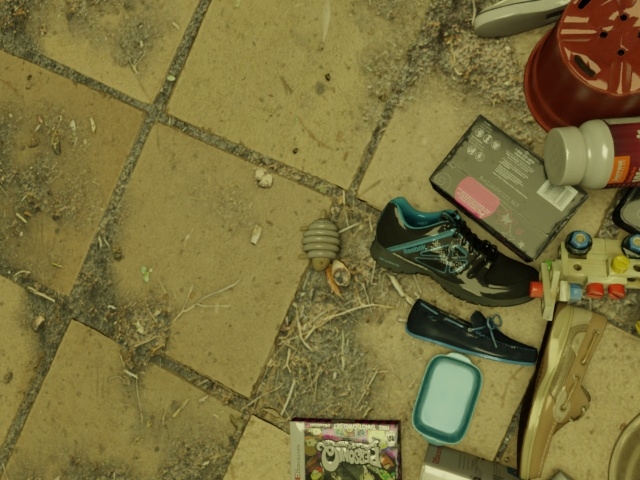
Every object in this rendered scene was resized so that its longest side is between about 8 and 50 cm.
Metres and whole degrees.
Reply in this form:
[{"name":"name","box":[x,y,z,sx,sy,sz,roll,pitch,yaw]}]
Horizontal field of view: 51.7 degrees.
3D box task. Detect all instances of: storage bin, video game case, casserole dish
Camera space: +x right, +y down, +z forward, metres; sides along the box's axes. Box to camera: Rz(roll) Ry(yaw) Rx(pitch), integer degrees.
[{"name":"storage bin","box":[0.654,-0.045,1.223,0.180,0.084,0.122,33,95,14]},{"name":"video game case","box":[0.052,0.476,1.361,0.231,0.042,0.211,-1,88,13]},{"name":"casserole dish","box":[0.254,0.315,1.324,0.114,0.037,0.189,18,92,13]}]

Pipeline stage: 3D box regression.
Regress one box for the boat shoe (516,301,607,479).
[{"name":"boat shoe","box":[0.449,0.290,1.235,0.110,0.121,0.342,16,89,12]}]

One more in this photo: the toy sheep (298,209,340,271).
[{"name":"toy sheep","box":[0.000,0.000,1.376,0.091,0.091,0.132,-2,81,13]}]

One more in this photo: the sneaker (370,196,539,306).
[{"name":"sneaker","box":[0.264,0.023,1.270,0.340,0.125,0.140,17,120,13]}]

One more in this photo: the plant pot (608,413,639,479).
[{"name":"plant pot","box":[0.677,0.447,1.079,0.333,0.305,0.334,-1,87,13]}]

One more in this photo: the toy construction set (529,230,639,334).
[{"name":"toy construction set","box":[0.528,0.089,1.192,0.327,0.151,0.215,10,64,-3]}]

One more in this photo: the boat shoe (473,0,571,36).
[{"name":"boat shoe","box":[0.425,-0.478,1.294,0.267,0.096,0.088,-16,80,11]}]

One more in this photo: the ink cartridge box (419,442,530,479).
[{"name":"ink cartridge box","box":[0.289,0.469,1.250,0.203,0.148,0.086,14,92,15]}]

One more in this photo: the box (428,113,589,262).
[{"name":"box","box":[0.355,-0.096,1.267,0.247,0.142,0.163,40,95,11]}]

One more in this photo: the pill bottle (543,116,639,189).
[{"name":"pill bottle","box":[0.510,-0.150,1.134,0.221,0.121,0.121,-4,86,-2]}]

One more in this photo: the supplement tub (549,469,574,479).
[{"name":"supplement tub","box":[0.446,0.499,1.252,0.071,0.071,0.107,41,97,12]}]

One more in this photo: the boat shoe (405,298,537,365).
[{"name":"boat shoe","box":[0.295,0.176,1.287,0.258,0.109,0.089,14,87,11]}]

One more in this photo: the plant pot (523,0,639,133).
[{"name":"plant pot","box":[0.511,-0.324,1.177,0.272,0.265,0.273,-1,87,14]}]
